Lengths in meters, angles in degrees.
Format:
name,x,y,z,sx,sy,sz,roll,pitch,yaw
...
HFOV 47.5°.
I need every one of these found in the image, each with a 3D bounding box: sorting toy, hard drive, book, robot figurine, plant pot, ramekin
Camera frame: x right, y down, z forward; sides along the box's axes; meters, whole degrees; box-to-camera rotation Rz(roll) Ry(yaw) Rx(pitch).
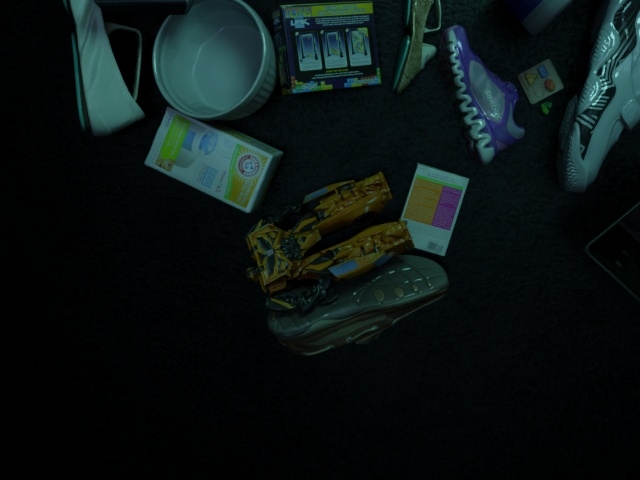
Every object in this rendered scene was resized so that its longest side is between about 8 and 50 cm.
name,x,y,z,sx,sy,sz,roll,pitch,yaw
sorting toy,0.380,-0.258,1.235,0.062,0.012,0.083,-28,95,10
hard drive,-0.267,-0.473,1.195,0.172,0.054,0.254,1,63,6
book,0.195,-0.054,1.283,0.096,0.035,0.144,17,102,1
robot figurine,0.000,0.000,1.257,0.291,0.085,0.211,-24,62,4
plant pot,0.558,-0.012,1.164,0.187,0.167,0.188,42,118,-1
ramekin,-0.167,-0.300,1.225,0.207,0.109,0.207,0,90,18

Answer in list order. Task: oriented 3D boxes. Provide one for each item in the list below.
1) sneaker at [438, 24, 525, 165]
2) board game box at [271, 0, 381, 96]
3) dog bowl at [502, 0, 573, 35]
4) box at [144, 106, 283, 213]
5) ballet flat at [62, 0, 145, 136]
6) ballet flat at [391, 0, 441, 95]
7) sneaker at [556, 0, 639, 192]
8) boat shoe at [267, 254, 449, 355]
name,x,y,z,sx,sy,sz,roll,pitch,yaw
sneaker,0.272,-0.250,1.215,0.104,0.095,0.236,-22,101,3
board game box,0.011,-0.320,1.211,0.170,0.048,0.141,-11,98,-25
dog bowl,0.386,-0.435,1.076,0.265,0.265,0.104,-43,90,12
box,-0.183,-0.144,1.275,0.203,0.103,0.114,26,102,2
ballet flat,-0.382,-0.385,1.260,0.139,0.139,0.400,-5,103,8
ballet flat,0.166,-0.344,1.220,0.067,0.073,0.206,6,104,-9
sneaker,0.519,-0.236,1.157,0.210,0.137,0.366,16,98,7
boat shoe,0.072,0.120,1.297,0.324,0.123,0.116,-16,131,7
